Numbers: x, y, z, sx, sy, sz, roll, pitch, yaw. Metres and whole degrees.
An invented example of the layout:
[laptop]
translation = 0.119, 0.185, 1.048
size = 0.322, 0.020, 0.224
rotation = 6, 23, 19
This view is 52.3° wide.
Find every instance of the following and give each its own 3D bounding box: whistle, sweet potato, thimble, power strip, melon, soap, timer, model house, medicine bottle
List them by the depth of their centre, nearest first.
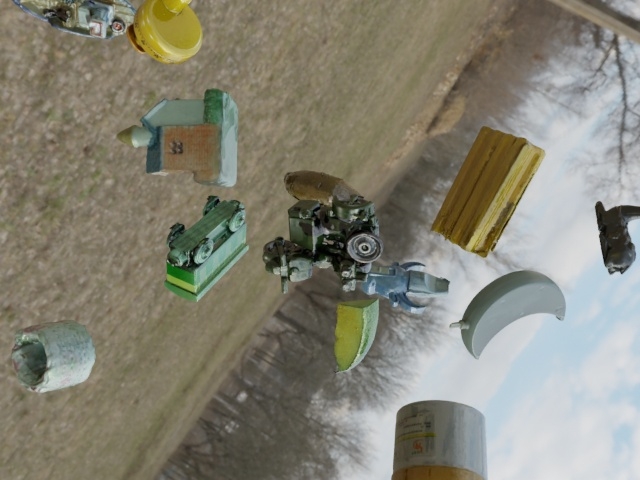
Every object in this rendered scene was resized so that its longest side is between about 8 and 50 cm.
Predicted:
[timer]
translation = -0.225, -0.326, 0.989
size = 0.109, 0.107, 0.107
rotation = -19, -152, 43
[power strip]
translation = 0.377, 0.145, 1.320
size = 0.054, 0.253, 0.167
rotation = -121, -168, -54
[melon]
translation = 0.071, 0.244, 1.624
size = 0.053, 0.114, 0.261
rotation = -43, 152, -54
[medicine bottle]
translation = 0.299, 0.551, 1.639
size = 0.238, 0.238, 0.231
rotation = 116, -15, -52
[sweet potato]
translation = 0.005, -0.121, 1.650
size = 0.098, 0.310, 0.124
rotation = -55, 151, -14
[soap]
translation = 0.436, -0.125, 1.716
size = 0.324, 0.096, 0.204
rotation = -64, -155, 11
[thimble]
translation = -0.731, 0.306, 1.778
size = 0.149, 0.211, 0.185
rotation = -3, 127, -54
[whistle]
translation = 0.231, 0.121, 1.847
size = 0.180, 0.269, 0.093
rotation = -79, 178, -47
[model house]
translation = -0.416, -0.293, 1.881
size = 0.194, 0.325, 0.267
rotation = 5, 87, -85

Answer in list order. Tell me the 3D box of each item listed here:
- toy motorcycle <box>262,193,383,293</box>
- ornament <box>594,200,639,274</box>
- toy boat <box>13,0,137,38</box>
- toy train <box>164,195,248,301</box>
[toy motorcycle]
translation = 0.000, 0.000, 1.337
size = 0.127, 0.275, 0.205
rotation = -58, 151, -55
[ornament]
translation = 0.785, -0.029, 1.545
size = 0.080, 0.236, 0.202
rotation = 36, 48, -47
[toy boat]
translation = -0.511, -0.485, 1.378
size = 0.115, 0.262, 0.114
rotation = -79, -176, -51
[toy train]
translation = -0.307, 0.011, 1.775
size = 0.301, 0.120, 0.202
rotation = -50, 156, -46
